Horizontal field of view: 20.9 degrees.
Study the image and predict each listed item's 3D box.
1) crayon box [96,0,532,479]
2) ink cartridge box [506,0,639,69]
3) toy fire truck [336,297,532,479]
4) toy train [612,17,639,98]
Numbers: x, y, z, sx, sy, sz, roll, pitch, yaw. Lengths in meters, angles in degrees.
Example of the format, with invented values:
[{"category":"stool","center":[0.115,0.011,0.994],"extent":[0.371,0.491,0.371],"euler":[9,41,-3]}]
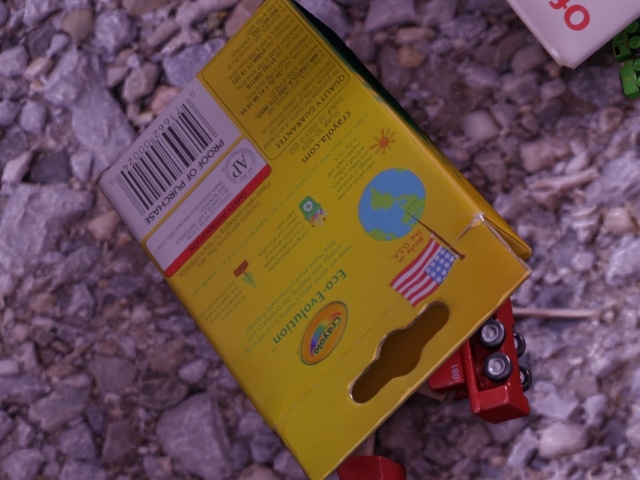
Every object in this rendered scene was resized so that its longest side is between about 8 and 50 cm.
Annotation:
[{"category":"crayon box","center":[0.000,0.000,1.190],"extent":[0.202,0.081,0.318],"euler":[-45,53,10]},{"category":"ink cartridge box","center":[0.201,-0.279,1.147],"extent":[0.273,0.198,0.115],"euler":[-39,20,8]},{"category":"toy fire truck","center":[0.072,0.088,1.192],"extent":[0.135,0.047,0.192],"euler":[-16,68,21]},{"category":"toy train","center":[0.215,-0.138,1.213],"extent":[0.024,0.017,0.083],"euler":[-19,69,28]}]
